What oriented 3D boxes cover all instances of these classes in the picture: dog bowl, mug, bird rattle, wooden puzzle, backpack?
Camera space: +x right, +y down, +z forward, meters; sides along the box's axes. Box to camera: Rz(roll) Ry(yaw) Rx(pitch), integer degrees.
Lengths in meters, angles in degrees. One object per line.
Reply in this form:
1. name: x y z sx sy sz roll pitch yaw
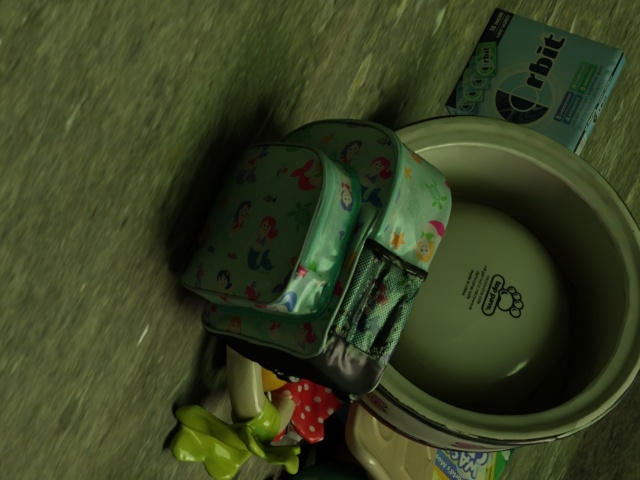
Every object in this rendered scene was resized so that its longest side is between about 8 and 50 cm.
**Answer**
1. dog bowl: 0.176 0.065 1.813 0.408 0.408 0.150 -54 177 -29
2. mug: 0.020 0.358 2.020 0.097 0.157 0.130 -3 97 -66
3. bird rattle: -0.049 0.154 1.714 0.253 0.143 0.207 -35 126 -58
4. wooden puzzle: 0.090 0.180 1.993 0.322 0.080 0.348 59 33 -55
5. backpack: 0.000 0.000 1.527 0.191 0.225 0.253 40 72 -36

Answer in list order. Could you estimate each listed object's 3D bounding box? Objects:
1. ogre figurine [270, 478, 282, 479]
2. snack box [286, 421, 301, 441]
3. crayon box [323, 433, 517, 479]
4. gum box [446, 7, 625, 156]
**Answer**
1. ogre figurine: -0.071 0.401 1.924 0.197 0.096 0.118 -112 -149 -52
2. snack box: -0.005 0.165 1.956 0.064 0.022 0.178 -32 140 -54
3. crayon box: 0.132 0.321 2.187 0.083 0.203 0.323 -28 -165 50
4. gum box: 0.283 -0.205 2.039 0.157 0.184 0.041 -63 158 -12
